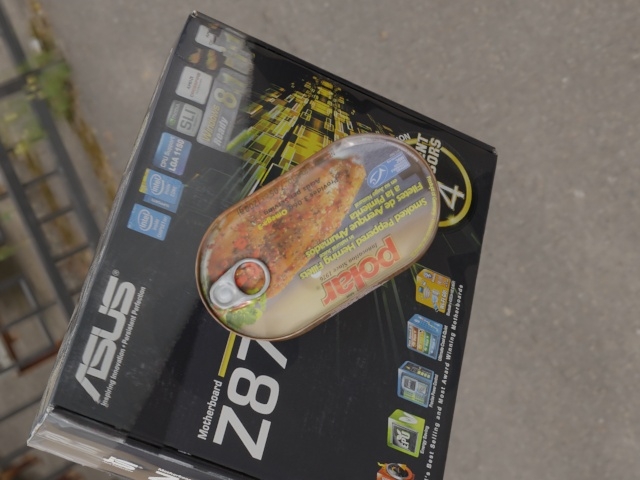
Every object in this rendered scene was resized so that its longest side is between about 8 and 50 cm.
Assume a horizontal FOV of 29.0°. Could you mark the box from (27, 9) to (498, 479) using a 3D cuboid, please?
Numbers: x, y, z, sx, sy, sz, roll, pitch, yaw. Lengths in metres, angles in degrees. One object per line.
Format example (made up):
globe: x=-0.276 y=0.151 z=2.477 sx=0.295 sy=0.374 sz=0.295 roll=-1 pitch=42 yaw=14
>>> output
box: x=-0.029 y=0.036 z=1.043 sx=0.318 sy=0.395 sz=0.097 roll=22 pitch=149 yaw=-12

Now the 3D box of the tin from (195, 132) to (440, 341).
tin: x=0.000 y=0.000 z=0.897 sx=0.106 sy=0.190 sz=0.040 roll=59 pitch=-177 yaw=17
